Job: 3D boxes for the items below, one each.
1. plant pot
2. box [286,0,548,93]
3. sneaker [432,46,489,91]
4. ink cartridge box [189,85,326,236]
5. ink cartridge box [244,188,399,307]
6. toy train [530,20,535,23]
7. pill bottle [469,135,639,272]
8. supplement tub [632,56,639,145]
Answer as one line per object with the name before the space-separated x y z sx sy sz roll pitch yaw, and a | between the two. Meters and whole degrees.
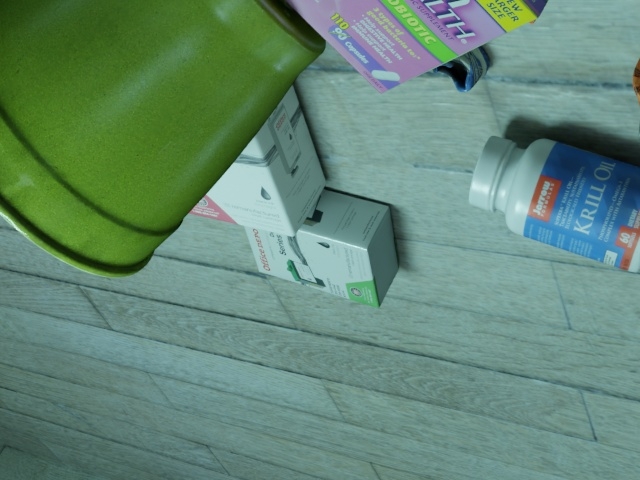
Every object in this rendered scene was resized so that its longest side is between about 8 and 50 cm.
plant pot | -0.196 -0.207 1.247 0.353 0.366 0.366 -37 116 17
box | 0.082 -0.286 1.069 0.213 0.117 0.243 42 149 -21
sneaker | 0.143 -0.227 1.257 0.135 0.058 0.052 44 147 -22
ink cartridge box | -0.134 -0.153 1.544 0.207 0.117 0.283 13 146 26
ink cartridge box | 0.000 0.000 1.686 0.219 0.093 0.160 15 147 22
toy train | 0.177 -0.299 1.136 0.125 0.046 0.166 5 140 40
pill bottle | 0.299 -0.052 1.322 0.221 0.124 0.124 18 148 17
supplement tub | 0.453 -0.064 1.090 0.207 0.207 0.338 -3 136 43
